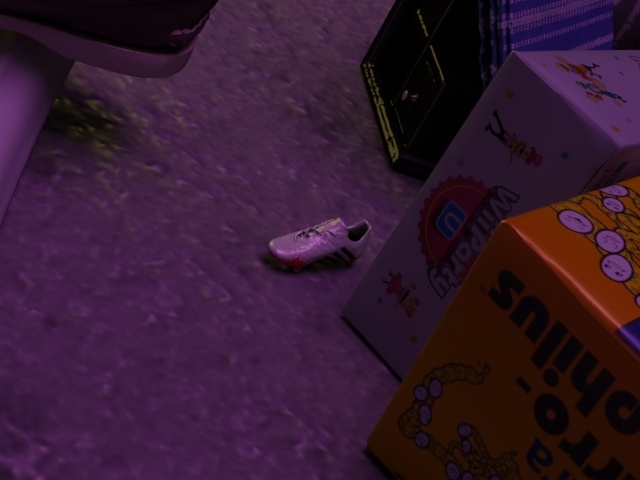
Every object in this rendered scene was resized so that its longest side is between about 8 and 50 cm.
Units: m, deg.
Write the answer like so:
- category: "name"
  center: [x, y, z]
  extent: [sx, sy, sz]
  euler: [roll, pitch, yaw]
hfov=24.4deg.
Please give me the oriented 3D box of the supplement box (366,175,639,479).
- category: "supplement box"
  center: [0.239, 0.081, 0.896]
  extent: [0.356, 0.195, 0.194]
  euler: [-17, 54, -43]

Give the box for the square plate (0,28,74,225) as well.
- category: "square plate"
  center: [-0.318, -0.155, 0.890]
  extent: [0.347, 0.049, 0.344]
  euler: [27, 38, -13]

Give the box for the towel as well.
- category: "towel"
  center: [0.178, -0.173, 1.172]
  extent: [0.040, 0.336, 0.243]
  euler: [6, 18, 30]

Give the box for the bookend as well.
- category: "bookend"
  center: [0.108, -0.151, 1.196]
  extent: [0.072, 0.156, 0.157]
  euler: [17, 34, -22]

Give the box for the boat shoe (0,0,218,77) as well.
- category: "boat shoe"
  center: [-0.207, -0.184, 0.887]
  extent: [0.324, 0.097, 0.116]
  euler: [11, 44, -30]

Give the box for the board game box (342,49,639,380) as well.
- category: "board game box"
  center: [0.189, -0.019, 1.008]
  extent: [0.303, 0.224, 0.097]
  euler: [-10, 50, -49]

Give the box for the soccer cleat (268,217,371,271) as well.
- category: "soccer cleat"
  center: [0.000, 0.000, 0.998]
  extent: [0.083, 0.035, 0.029]
  euler: [0, 43, -42]

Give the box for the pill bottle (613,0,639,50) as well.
- category: "pill bottle"
  center: [0.300, -0.248, 1.501]
  extent: [0.283, 0.161, 0.161]
  euler: [23, 31, -13]
